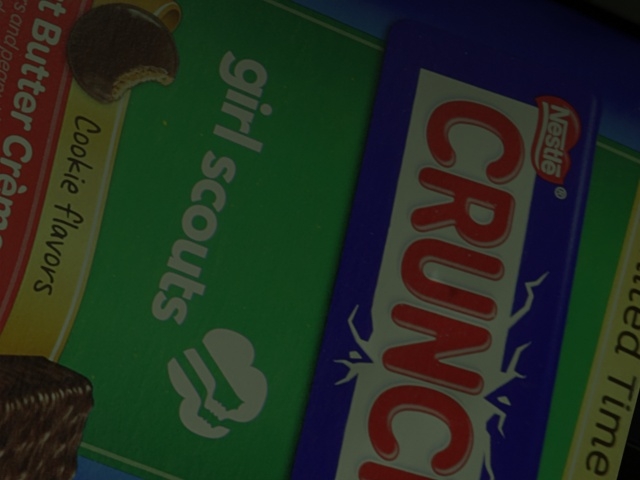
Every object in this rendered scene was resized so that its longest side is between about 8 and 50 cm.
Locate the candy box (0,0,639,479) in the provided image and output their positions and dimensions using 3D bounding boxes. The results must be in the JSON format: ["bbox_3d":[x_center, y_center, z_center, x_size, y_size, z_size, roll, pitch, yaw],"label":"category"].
[{"bbox_3d":[-0.050,0.015,0.643,0.317,0.268,0.122,22,159,-13],"label":"candy box"}]
